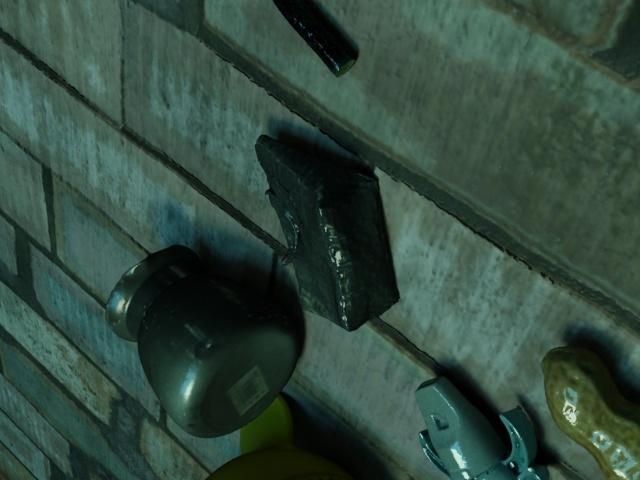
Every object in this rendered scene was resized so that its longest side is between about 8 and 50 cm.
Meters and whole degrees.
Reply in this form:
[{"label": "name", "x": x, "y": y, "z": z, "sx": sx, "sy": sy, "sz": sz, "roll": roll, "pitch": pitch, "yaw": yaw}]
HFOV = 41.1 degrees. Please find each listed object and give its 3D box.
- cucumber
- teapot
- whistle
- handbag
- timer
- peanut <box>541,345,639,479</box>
[{"label": "cucumber", "x": -0.013, "y": -0.237, "z": 0.933, "sx": 0.133, "sy": 0.032, "sz": 0.032, "roll": 51, "pitch": 143, "yaw": 7}, {"label": "teapot", "x": -0.175, "y": 0.137, "z": 1.314, "sx": 0.285, "sy": 0.305, "sz": 0.223, "roll": 38, "pitch": 99, "yaw": 32}, {"label": "whistle", "x": 0.208, "y": 0.293, "z": 1.068, "sx": 0.274, "sy": 0.093, "sz": 0.186, "roll": 58, "pitch": 144, "yaw": 0}, {"label": "handbag", "x": 0.000, "y": 0.000, "z": 1.076, "sx": 0.175, "sy": 0.089, "sz": 0.270, "roll": 21, "pitch": 133, "yaw": 47}, {"label": "timer", "x": -0.076, "y": 0.471, "z": 1.342, "sx": 0.387, "sy": 0.376, "sz": 0.376, "roll": 43, "pitch": 149, "yaw": 53}, {"label": "peanut", "x": 0.303, "y": 0.190, "z": 0.887, "sx": 0.193, "sy": 0.089, "sz": 0.089, "roll": 47, "pitch": 143, "yaw": 9}]
